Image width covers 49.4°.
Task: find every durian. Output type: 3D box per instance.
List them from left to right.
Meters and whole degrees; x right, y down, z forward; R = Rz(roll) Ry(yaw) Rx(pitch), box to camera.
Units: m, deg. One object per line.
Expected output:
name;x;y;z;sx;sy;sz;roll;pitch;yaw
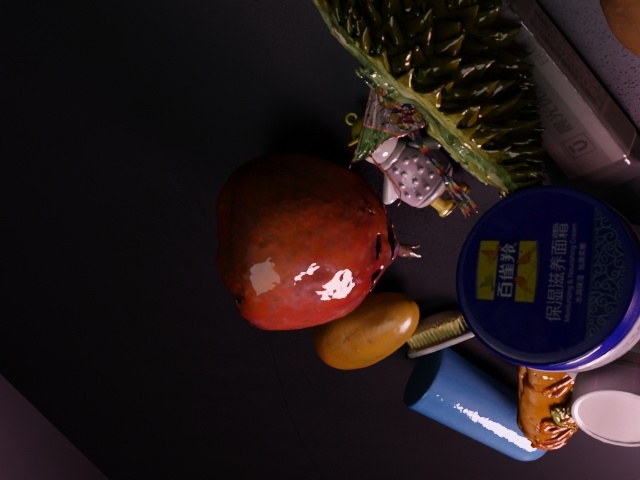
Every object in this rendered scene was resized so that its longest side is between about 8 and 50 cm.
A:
durian;0.142;-0.155;0.803;0.394;0.163;0.198;40;146;-27

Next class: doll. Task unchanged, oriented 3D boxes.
doll;0.117;-0.113;0.992;0.207;0.081;0.129;39;109;-6

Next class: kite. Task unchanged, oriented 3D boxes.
kite;0.135;-0.129;0.942;0.198;0.006;0.244;-31;99;10

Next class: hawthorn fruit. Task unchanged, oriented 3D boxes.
hawthorn fruit;0.000;0.000;1.056;0.308;0.275;0.275;0;135;1

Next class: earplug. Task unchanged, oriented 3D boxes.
earplug;0.303;0.310;1.280;0.273;0.132;0.132;30;139;-6

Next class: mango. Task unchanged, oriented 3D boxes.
mango;0.076;0.156;1.261;0.138;0.113;0.253;50;134;-6

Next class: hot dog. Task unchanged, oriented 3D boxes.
hot dog;0.388;0.213;1.095;0.117;0.158;0.348;35;150;40

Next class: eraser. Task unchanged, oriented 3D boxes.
eraser;0.275;-0.186;0.844;0.352;0.061;0.089;45;140;-15

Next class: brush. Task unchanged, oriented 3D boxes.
brush;0.251;0.138;1.192;0.297;0.068;0.060;-26;93;40

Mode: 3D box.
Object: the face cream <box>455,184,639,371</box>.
face cream;0.269;0.048;0.796;0.206;0.205;0.111;-10;160;37

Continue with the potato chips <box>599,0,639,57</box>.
potato chips;0.391;-0.252;0.715;0.208;0.061;0.195;45;139;-19

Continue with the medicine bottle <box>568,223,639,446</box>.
medicine bottle;0.394;0.109;0.891;0.161;0.296;0.111;18;138;15
